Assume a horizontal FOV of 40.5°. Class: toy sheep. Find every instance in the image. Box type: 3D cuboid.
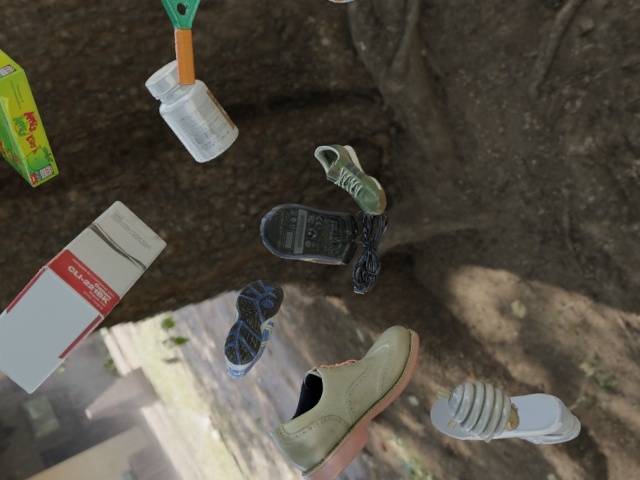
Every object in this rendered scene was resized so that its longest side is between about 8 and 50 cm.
[{"bbox_3d":[0.233,0.251,1.285,0.091,0.132,0.091,-163,90,-86],"label":"toy sheep"}]

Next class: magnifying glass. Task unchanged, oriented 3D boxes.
[{"bbox_3d":[-0.231,-0.377,1.450,0.026,0.092,0.231,5,99,55],"label":"magnifying glass"}]

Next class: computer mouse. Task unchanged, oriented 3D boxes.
[{"bbox_3d":[0.000,0.000,1.883,0.072,0.272,0.189,154,128,-80],"label":"computer mouse"}]

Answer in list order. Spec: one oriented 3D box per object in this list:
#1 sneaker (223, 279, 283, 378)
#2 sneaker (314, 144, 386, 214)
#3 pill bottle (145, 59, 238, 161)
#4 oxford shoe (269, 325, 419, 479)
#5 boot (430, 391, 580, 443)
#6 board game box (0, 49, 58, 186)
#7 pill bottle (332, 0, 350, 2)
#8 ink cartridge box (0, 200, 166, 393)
[{"bbox_3d":[-0.126,0.156,1.560,0.080,0.211,0.081,21,136,6],"label":"sneaker"},{"bbox_3d":[0.050,-0.122,1.711,0.064,0.086,0.192,-58,45,31],"label":"sneaker"},{"bbox_3d":[-0.313,-0.314,2.099,0.229,0.131,0.131,54,168,-25],"label":"pill bottle"},{"bbox_3d":[0.056,0.262,1.585,0.146,0.397,0.140,45,133,-3],"label":"oxford shoe"},{"bbox_3d":[0.338,0.334,1.582,0.258,0.095,0.123,-5,150,36],"label":"boot"},{"bbox_3d":[-0.420,-0.170,1.183,0.092,0.043,0.181,39,149,31],"label":"board game box"},{"bbox_3d":[0.033,-0.380,1.135,0.086,0.086,0.152,64,173,5],"label":"pill bottle"},{"bbox_3d":[-0.378,0.079,1.348,0.114,0.197,0.273,43,-157,-9],"label":"ink cartridge box"}]
